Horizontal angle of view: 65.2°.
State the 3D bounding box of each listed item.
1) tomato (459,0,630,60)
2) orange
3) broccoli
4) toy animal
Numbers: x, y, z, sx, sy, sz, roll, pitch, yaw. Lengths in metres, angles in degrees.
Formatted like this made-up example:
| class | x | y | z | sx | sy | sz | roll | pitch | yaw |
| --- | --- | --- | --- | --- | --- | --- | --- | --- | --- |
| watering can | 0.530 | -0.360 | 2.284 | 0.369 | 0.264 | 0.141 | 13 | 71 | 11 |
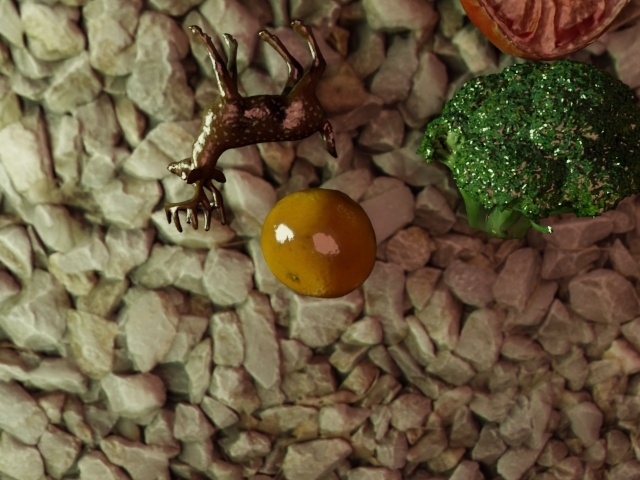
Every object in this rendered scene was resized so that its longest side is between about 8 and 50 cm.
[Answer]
| class | x | y | z | sx | sy | sz | roll | pitch | yaw |
| --- | --- | --- | --- | --- | --- | --- | --- | --- | --- |
| tomato | 0.272 | -0.348 | 0.632 | 0.236 | 0.095 | 0.237 | -2 | 106 | -6 |
| orange | 0.000 | 0.000 | 0.662 | 0.159 | 0.159 | 0.136 | 41 | 60 | -11 |
| broccoli | 0.274 | -0.107 | 0.635 | 0.269 | 0.261 | 0.242 | -20 | 135 | -38 |
| toy animal | -0.101 | -0.143 | 0.654 | 0.243 | 0.087 | 0.260 | -7 | 100 | -1 |
